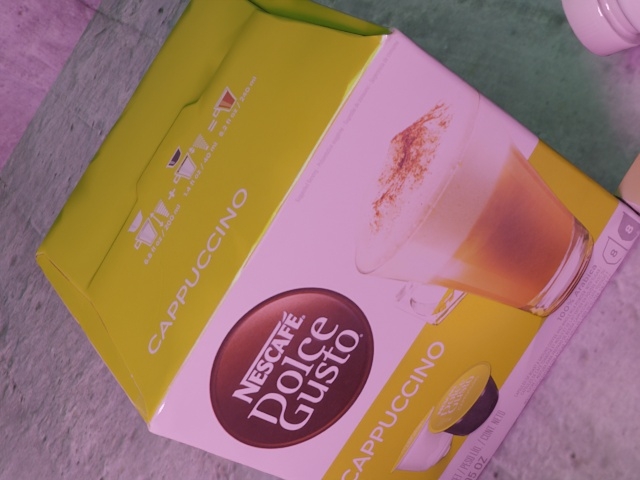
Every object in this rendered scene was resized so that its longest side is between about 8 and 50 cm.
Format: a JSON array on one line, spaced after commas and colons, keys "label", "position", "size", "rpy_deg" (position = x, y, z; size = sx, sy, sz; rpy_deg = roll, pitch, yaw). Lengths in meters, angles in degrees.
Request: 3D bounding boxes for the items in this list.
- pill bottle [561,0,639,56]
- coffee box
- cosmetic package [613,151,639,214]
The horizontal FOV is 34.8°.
[{"label": "pill bottle", "position": [0.328, -0.242, 0.880], "size": [0.221, 0.121, 0.121], "rpy_deg": [-17, 54, 44]}, {"label": "coffee box", "position": [0.000, 0.000, 0.928], "size": [0.338, 0.334, 0.338], "rpy_deg": [-58, 36, 4]}, {"label": "cosmetic package", "position": [0.305, -0.070, 0.856], "size": [0.115, 0.041, 0.060], "rpy_deg": [-59, 36, 2]}]
